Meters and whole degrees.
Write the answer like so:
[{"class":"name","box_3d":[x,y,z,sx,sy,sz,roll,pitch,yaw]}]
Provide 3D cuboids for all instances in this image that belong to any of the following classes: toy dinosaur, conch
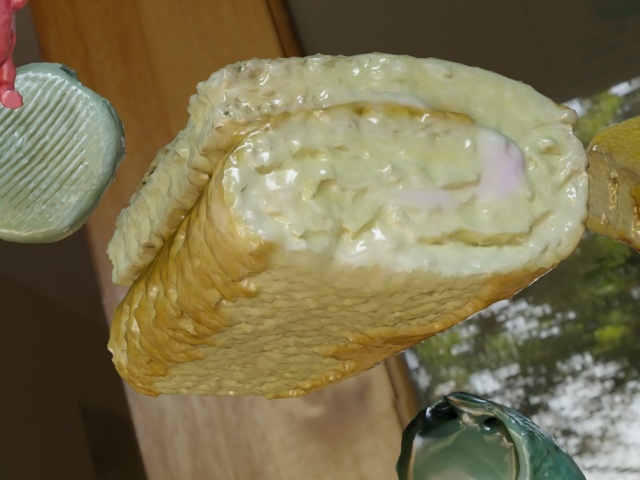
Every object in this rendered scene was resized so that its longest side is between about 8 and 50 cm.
[{"class":"toy dinosaur","box_3d":[-0.307,-0.165,1.215,0.070,0.139,0.286,3,-61,-20]},{"class":"conch","box_3d":[0.147,0.249,1.144,0.202,0.196,0.134,-61,-29,0]}]

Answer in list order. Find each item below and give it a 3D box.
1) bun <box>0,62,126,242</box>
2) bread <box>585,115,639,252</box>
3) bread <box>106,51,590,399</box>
[{"class":"bun","box_3d":[-0.338,-0.101,1.617,0.221,0.221,0.108,-20,-6,5]},{"class":"bread","box_3d":[0.389,-0.035,1.309,0.185,0.275,0.114,-17,-62,-20]},{"class":"bread","box_3d":[0.000,0.000,0.905,0.237,0.165,0.375,0,-17,-18]}]
